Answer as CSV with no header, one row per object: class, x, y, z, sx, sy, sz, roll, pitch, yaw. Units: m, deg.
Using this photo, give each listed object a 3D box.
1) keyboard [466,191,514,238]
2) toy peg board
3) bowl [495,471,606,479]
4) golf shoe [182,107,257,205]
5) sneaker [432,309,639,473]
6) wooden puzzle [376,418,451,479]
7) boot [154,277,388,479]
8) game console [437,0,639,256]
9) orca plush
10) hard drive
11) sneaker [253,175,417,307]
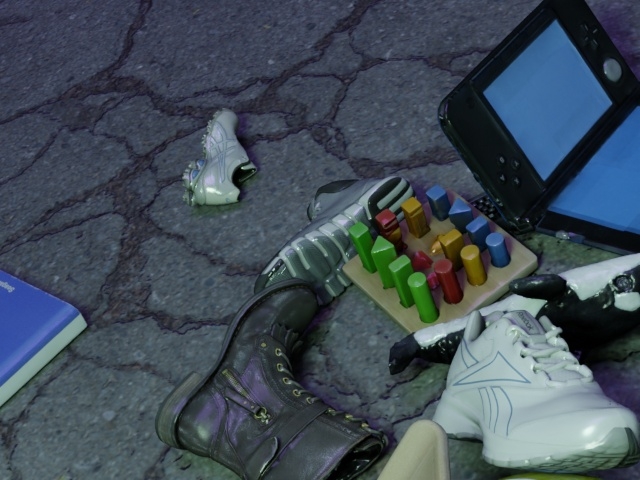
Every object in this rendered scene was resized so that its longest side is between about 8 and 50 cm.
keyboard,0.178,-0.018,1.612,0.180,0.023,0.108,-26,37,-2
toy peg board,0.123,0.009,1.536,0.160,0.079,0.161,-37,48,-12
bowl,0.173,0.286,1.133,0.289,0.156,0.289,-14,38,12
golf shoe,-0.122,-0.106,1.867,0.086,0.069,0.176,9,47,9
sneaker,0.180,0.129,1.224,0.111,0.129,0.297,5,2,-21
wooden puzzle,0.056,0.288,1.089,0.044,0.221,0.238,22,25,-13
boot,-0.022,0.171,1.454,0.229,0.091,0.263,21,60,37
game console,0.318,-0.140,1.554,0.293,0.250,0.173,-45,15,-34
orca plush,0.209,0.103,1.386,0.287,0.151,0.102,-15,69,8
hard drive,-0.465,0.169,1.718,0.210,0.040,0.319,20,55,43
sneaker,0.000,0.000,1.654,0.229,0.086,0.132,-36,25,-16
